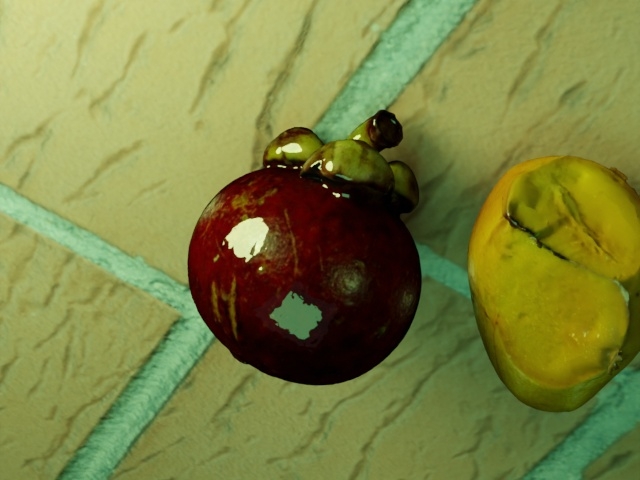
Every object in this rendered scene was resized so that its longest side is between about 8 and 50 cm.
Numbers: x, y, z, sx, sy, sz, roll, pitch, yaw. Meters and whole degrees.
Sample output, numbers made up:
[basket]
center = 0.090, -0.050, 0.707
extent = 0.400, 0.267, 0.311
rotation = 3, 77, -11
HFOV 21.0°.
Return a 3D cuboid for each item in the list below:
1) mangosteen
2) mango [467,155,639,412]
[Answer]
[mangosteen]
center = 0.000, 0.000, 1.528
extent = 0.215, 0.215, 0.257
rotation = 25, 106, -6
[mango]
center = 0.206, 0.049, 1.522
extent = 0.187, 0.138, 0.257
rotation = 45, 150, 17
